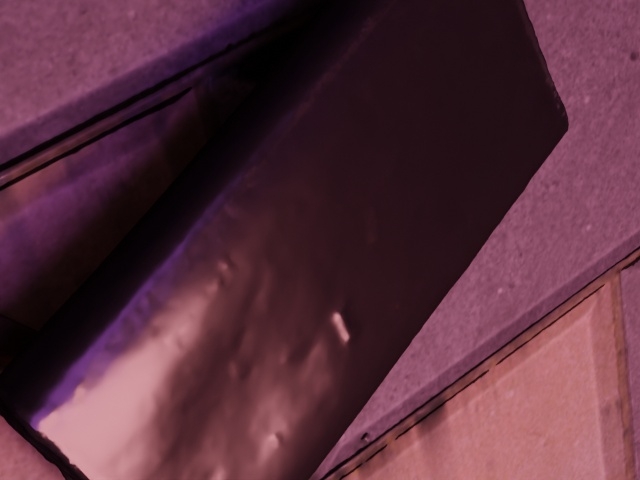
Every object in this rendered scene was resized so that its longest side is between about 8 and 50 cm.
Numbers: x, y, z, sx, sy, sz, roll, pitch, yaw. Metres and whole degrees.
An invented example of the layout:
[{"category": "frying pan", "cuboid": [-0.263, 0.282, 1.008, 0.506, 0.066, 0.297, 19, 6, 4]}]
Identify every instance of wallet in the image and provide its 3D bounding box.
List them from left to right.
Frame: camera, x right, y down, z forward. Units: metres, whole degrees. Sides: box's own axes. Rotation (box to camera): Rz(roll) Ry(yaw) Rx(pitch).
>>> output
[{"category": "wallet", "cuboid": [-0.001, 0.000, 0.800, 0.406, 0.062, 0.228, -52, 134, -19]}]

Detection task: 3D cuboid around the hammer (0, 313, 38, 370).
[{"category": "hammer", "cuboid": [-0.189, 0.043, 0.694, 0.297, 0.027, 0.125, 38, 84, -44]}]
